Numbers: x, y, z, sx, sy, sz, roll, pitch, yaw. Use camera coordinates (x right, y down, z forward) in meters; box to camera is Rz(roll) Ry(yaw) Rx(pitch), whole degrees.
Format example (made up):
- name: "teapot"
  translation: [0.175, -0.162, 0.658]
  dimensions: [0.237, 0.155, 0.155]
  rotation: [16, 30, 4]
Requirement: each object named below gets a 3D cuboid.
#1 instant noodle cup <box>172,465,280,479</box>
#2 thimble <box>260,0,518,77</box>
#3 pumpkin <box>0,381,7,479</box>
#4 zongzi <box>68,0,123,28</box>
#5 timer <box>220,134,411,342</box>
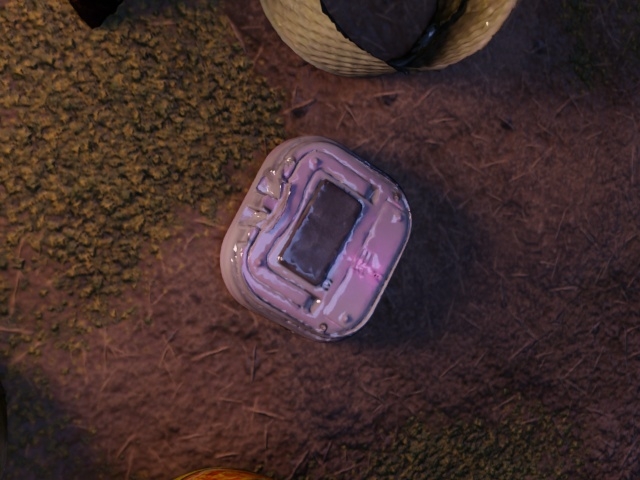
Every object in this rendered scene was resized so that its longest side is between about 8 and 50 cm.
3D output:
- name: "instant noodle cup"
  translation: [-0.067, 0.375, 1.008]
  dimensions: [0.325, 0.254, 0.326]
  rotation: [-2, 95, -26]
- name: "thimble"
  translation: [0.067, -0.305, 1.085]
  dimensions: [0.270, 0.150, 0.271]
  rotation: [-2, 94, -27]
- name: "pumpkin"
  translation: [-0.395, 0.231, 0.866]
  dimensions: [0.169, 0.148, 0.312]
  rotation: [38, 78, 5]
- name: "zongzi"
  translation: [-0.184, -0.400, 0.842]
  dimensions: [0.319, 0.362, 0.384]
  rotation: [-34, 107, -40]
- name: "timer"
  translation: [0.000, 0.000, 1.120]
  dimensions: [0.190, 0.069, 0.209]
  rotation: [30, 81, -23]
